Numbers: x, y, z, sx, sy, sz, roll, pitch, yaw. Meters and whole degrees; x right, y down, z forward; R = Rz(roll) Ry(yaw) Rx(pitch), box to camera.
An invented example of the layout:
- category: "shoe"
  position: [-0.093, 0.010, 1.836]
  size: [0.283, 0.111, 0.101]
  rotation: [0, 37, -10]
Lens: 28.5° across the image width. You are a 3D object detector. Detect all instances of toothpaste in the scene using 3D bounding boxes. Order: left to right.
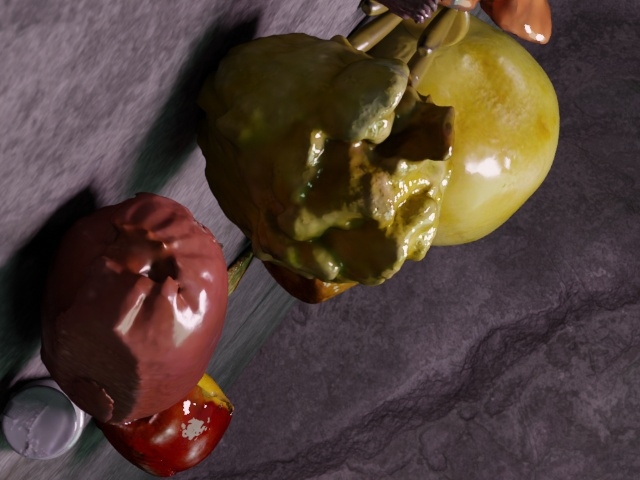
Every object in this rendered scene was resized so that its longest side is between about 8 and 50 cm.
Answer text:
- category: "toothpaste"
  position: [-0.268, 0.174, 1.253]
  size: [0.114, 0.073, 0.299]
  rotation: [-52, -177, -9]

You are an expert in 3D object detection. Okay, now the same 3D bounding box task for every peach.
- category: "peach"
  position: [-0.214, 0.246, 1.761]
  size: [0.154, 0.159, 0.267]
  rotation: [-47, 176, -5]
- category: "peach"
  position: [0.152, -0.143, 1.688]
  size: [0.315, 0.314, 0.281]
  rotation: [-46, -167, -31]

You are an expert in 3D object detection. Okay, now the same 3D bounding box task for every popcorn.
- category: "popcorn"
  position: [0.013, -0.081, 1.074]
  size: [0.192, 0.233, 0.266]
  rotation: [-40, -170, -34]

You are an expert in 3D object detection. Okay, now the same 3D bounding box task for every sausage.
- category: "sausage"
  position: [-0.155, 0.064, 1.034]
  size: [0.152, 0.152, 0.279]
  rotation: [-51, 175, -26]

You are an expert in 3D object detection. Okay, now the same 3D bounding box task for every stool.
- category: "stool"
  position: [0.105, -0.252, 1.495]
  size: [0.110, 0.134, 0.135]
  rotation: [-46, 127, -32]

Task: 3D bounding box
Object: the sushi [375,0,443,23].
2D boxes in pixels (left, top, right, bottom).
- category: "sushi"
  position: [0.111, -0.306, 1.204]
  size: [0.161, 0.107, 0.241]
  rotation: [-53, -177, -3]

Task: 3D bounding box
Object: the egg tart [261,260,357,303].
- category: "egg tart"
  position: [0.000, 0.000, 1.845]
  size: [0.147, 0.202, 0.202]
  rotation: [-41, 170, -24]

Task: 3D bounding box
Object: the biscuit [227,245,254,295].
- category: "biscuit"
  position: [-0.160, 0.089, 1.897]
  size: [0.203, 0.016, 0.144]
  rotation: [-49, 173, -48]

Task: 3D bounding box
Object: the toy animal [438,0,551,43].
- category: "toy animal"
  position: [0.245, -0.401, 1.373]
  size: [0.191, 0.216, 0.338]
  rotation: [-96, -150, -55]

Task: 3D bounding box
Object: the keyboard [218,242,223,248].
- category: "keyboard"
  position: [-0.168, 0.055, 1.620]
  size: [0.129, 0.015, 0.049]
  rotation: [-54, 180, 2]
